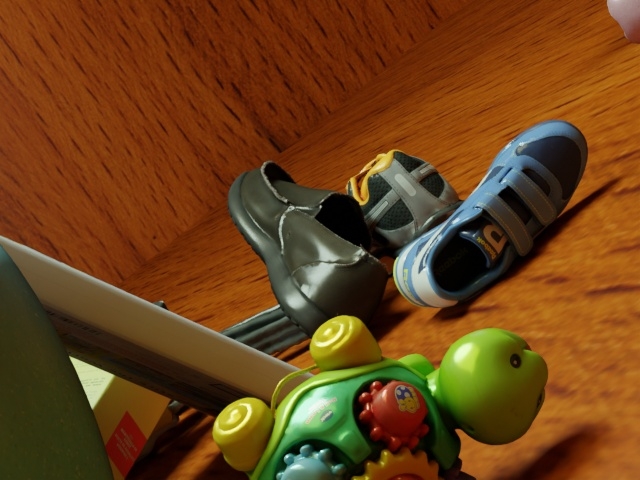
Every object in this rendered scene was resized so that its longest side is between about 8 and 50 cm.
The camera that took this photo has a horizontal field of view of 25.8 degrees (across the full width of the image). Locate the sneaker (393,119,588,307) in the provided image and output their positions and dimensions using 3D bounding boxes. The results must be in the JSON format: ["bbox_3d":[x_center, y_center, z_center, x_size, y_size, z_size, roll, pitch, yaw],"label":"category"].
[{"bbox_3d":[0.107,-0.012,0.826,0.144,0.053,0.059,-46,7,-1],"label":"sneaker"}]

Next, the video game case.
[{"bbox_3d":[-0.112,0.058,0.812,0.026,0.227,0.206,-69,16,-14],"label":"video game case"}]

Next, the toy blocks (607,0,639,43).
[{"bbox_3d":[0.233,-0.341,1.230,0.260,0.309,0.288,-24,14,39],"label":"toy blocks"}]

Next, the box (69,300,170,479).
[{"bbox_3d":[-0.171,0.141,0.945,0.087,0.058,0.232,-13,31,32],"label":"box"}]

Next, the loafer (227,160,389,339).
[{"bbox_3d":[0.000,0.000,0.977,0.078,0.080,0.220,-43,34,7],"label":"loafer"}]

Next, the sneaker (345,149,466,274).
[{"bbox_3d":[0.055,-0.025,1.033,0.084,0.083,0.215,-41,6,-11],"label":"sneaker"}]

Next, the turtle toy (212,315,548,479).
[{"bbox_3d":[0.028,0.079,0.532,0.130,0.095,0.066,-40,29,-11],"label":"turtle toy"}]

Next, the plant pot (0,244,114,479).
[{"bbox_3d":[-0.194,0.165,0.600,0.290,0.195,0.290,-37,7,5],"label":"plant pot"}]

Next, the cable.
[{"bbox_3d":[-0.087,0.111,1.079,0.287,0.072,0.139,-25,1,6],"label":"cable"}]
